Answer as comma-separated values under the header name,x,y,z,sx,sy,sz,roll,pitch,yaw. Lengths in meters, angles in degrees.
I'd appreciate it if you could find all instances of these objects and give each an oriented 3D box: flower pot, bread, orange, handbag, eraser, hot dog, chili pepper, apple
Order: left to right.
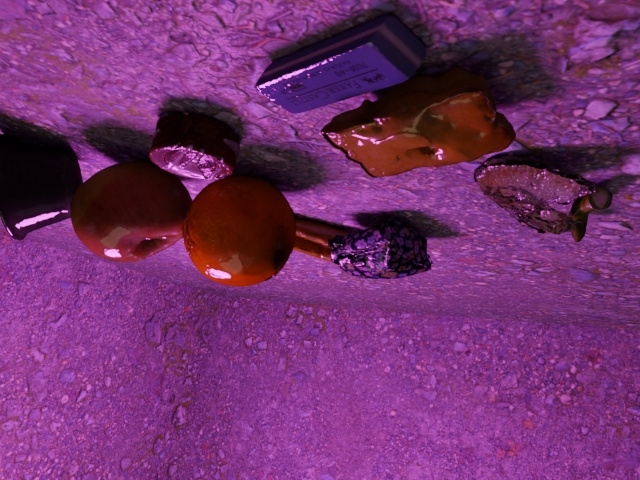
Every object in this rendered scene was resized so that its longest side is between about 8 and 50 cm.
name,x,y,z,sx,sy,sz,roll,pitch,yaw
flower pot,-0.620,-0.122,1.191,0.148,0.236,0.235,-6,170,-14
apple,-0.412,-0.066,1.180,0.260,0.194,0.261,-31,172,-5
bread,-0.227,-0.167,0.955,0.160,0.073,0.160,6,167,1
orange,-0.172,-0.019,1.149,0.245,0.246,0.246,10,166,2
hot dog,0.000,0.000,1.436,0.249,0.102,0.076,15,-154,-13
eraser,0.018,-0.214,0.667,0.225,0.036,0.082,-3,159,44
handbag,0.144,0.030,1.325,0.207,0.127,0.228,-18,153,36
bread,0.134,-0.156,0.720,0.232,0.088,0.160,-3,166,35
chili pepper,0.474,-0.052,0.950,0.050,0.052,0.202,33,174,20

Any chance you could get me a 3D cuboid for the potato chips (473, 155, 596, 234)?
name,x,y,z,sx,sy,sz,roll,pitch,yaw
potato chips,0.363,-0.075,0.900,0.201,0.029,0.220,15,160,35
